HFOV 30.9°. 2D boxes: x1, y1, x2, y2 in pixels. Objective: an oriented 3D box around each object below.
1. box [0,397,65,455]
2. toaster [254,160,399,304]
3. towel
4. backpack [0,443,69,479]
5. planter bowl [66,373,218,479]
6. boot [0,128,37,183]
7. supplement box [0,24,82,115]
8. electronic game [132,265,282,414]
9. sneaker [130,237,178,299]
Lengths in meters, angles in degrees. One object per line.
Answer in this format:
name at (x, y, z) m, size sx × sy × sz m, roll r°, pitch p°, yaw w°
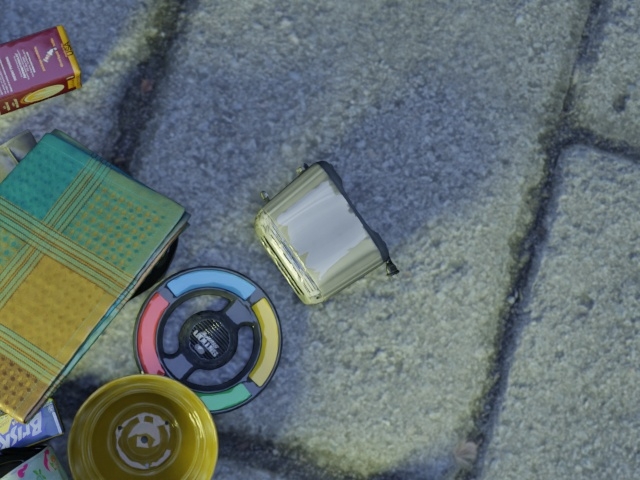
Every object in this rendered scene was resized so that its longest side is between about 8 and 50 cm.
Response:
box at (-0.464, 0.285, 1.697) m, size 0.169 × 0.054 × 0.059 m, roll -19°, pitch 88°, yaw -13°
toaster at (0.000, 0.000, 1.783) m, size 0.146 × 0.129 × 0.227 m, roll -35°, pitch 93°, yaw -9°
towel at (-0.395, 0.041, 1.635) m, size 0.271 × 0.040 × 0.370 m, roll 32°, pitch 75°, yaw 17°
backpack at (-0.457, 0.392, 1.594) m, size 0.254 × 0.225 × 0.191 m, roll -33°, pitch 91°, yaw -6°
planter bowl at (-0.260, 0.300, 1.711) m, size 0.217 × 0.090 × 0.217 m, roll 0°, pitch 89°, yaw -7°
boot at (-0.395, -0.074, 1.751) m, size 0.190 × 0.076 × 0.208 m, roll -29°, pitch 83°, yaw -15°
supplement box at (-0.459, -0.246, 1.733) m, size 0.188 × 0.104 × 0.080 m, roll -22°, pitch 88°, yaw -12°
electronic game at (-0.171, 0.152, 1.771) m, size 0.229 × 0.048 × 0.229 m, roll 1°, pitch 84°, yaw -11°
sneaker at (-0.295, 0.052, 1.719) m, size 0.227 × 0.130 × 0.087 m, roll -41°, pitch 94°, yaw -14°
